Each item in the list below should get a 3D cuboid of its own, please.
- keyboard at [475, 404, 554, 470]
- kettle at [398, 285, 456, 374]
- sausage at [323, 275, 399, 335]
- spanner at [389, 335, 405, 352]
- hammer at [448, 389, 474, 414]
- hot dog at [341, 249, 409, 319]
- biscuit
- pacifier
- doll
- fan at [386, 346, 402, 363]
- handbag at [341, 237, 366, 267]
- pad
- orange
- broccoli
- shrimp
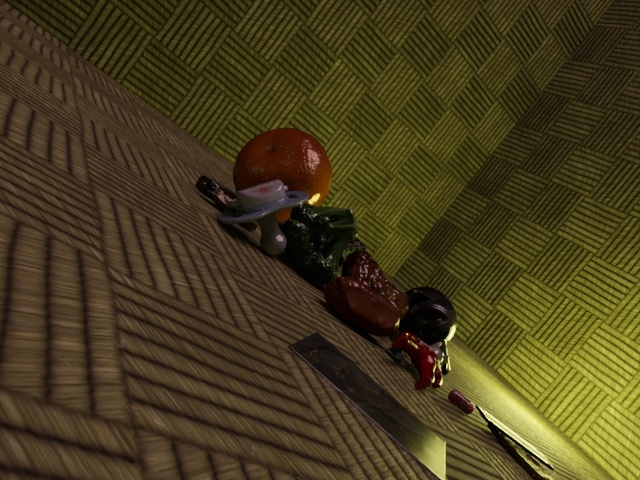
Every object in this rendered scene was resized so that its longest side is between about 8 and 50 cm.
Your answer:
[{"bbox_3d":[0.630,0.622,1.616,0.381,0.041,0.103,31,6,-7],"label":"keyboard"},{"bbox_3d":[0.398,0.330,1.939,0.324,0.228,0.321,10,64,-84],"label":"kettle"},{"bbox_3d":[0.125,0.198,1.590,0.258,0.133,0.133,32,7,-17],"label":"sausage"},{"bbox_3d":[0.261,0.338,1.679,0.054,0.015,0.254,61,10,25],"label":"spanner"},{"bbox_3d":[0.421,0.484,1.599,0.083,0.043,0.043,41,6,12],"label":"hammer"},{"bbox_3d":[0.175,0.171,1.867,0.267,0.174,0.387,51,4,-6],"label":"hot dog"},{"bbox_3d":[0.586,0.627,1.555,0.131,0.025,0.231,35,6,-28],"label":"biscuit"},{"bbox_3d":[-0.169,-0.063,1.637,0.238,0.287,0.226,14,-61,60],"label":"pacifier"},{"bbox_3d":[0.310,0.358,1.614,0.188,0.099,0.384,62,16,20],"label":"doll"},{"bbox_3d":[0.248,0.350,1.700,0.057,0.023,0.282,38,6,13],"label":"fan"},{"bbox_3d":[-0.026,-0.037,2.452,0.416,0.180,0.316,41,18,19],"label":"handbag"},{"bbox_3d":[0.105,0.317,1.077,0.367,0.007,0.247,40,6,12],"label":"pad"},{"bbox_3d":[-0.153,-0.262,2.225,0.424,0.424,0.326,42,-17,36],"label":"orange"},{"bbox_3d":[0.000,0.000,1.802,0.308,0.275,0.308,-19,90,-74],"label":"broccoli"},{"bbox_3d":[-0.313,-0.123,1.810,0.253,0.058,0.173,41,-3,-9],"label":"shrimp"}]
